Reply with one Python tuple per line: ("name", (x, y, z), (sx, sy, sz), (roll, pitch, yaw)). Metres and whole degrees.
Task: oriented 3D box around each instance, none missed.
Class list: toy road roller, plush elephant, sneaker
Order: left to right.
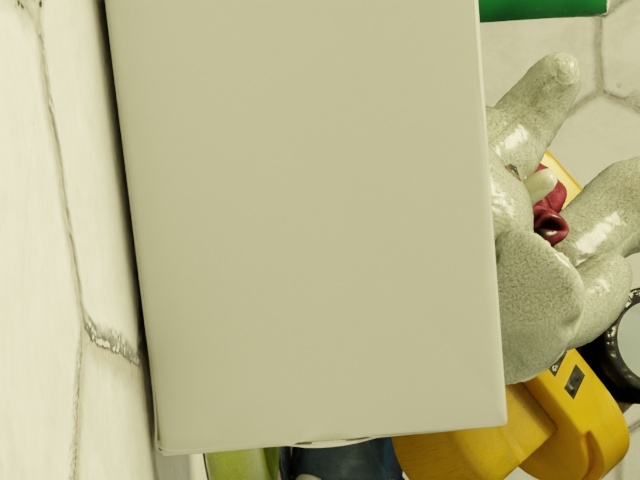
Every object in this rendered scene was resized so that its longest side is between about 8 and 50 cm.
("sneaker", (0.023, 0.221, 1.801), (0.323, 0.130, 0.236), (90, 4, -84))
("plush elephant", (0.098, -0.025, 1.246), (0.330, 0.272, 0.255), (-50, 173, -20))
("toy road roller", (0.140, 0.076, 1.566), (0.329, 0.240, 0.202), (51, -24, -1))

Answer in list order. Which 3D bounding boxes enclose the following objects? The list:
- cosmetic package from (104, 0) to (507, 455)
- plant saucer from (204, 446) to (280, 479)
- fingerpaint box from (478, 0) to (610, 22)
("cosmetic package", (-0.009, -0.083, 0.982), (0.155, 0.197, 0.365), (-86, 172, -73))
("plant saucer", (-0.056, 0.080, 1.274), (0.241, 0.037, 0.241), (-5, 90, -87))
("fingerpaint box", (0.115, -0.443, 1.311), (0.371, 0.163, 0.445), (-89, 174, -47))
